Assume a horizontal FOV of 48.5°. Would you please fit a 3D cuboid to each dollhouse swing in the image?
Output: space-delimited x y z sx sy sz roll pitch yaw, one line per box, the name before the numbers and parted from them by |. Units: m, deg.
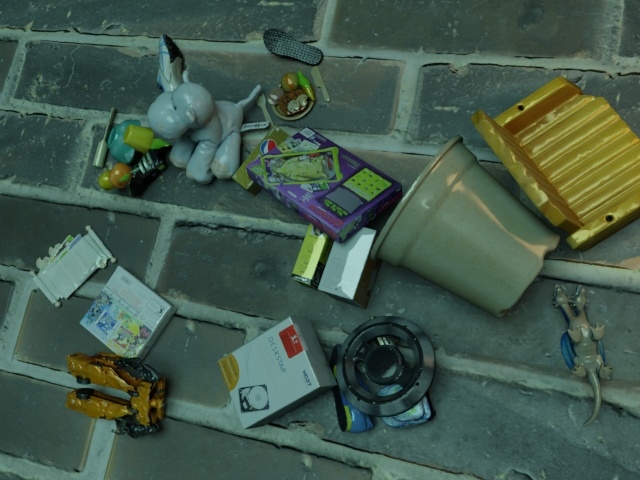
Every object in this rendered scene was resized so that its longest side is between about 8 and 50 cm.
dollhouse swing | 0.534 -0.196 1.506 0.315 0.305 0.347 -34 67 7

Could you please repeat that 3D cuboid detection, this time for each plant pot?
plant pot | 0.328 -0.006 1.539 0.305 0.334 0.334 37 89 11

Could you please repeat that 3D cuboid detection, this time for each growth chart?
growth chart | -0.696 0.067 1.979 0.237 0.021 0.172 -40 67 4

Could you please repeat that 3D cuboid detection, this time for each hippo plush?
hippo plush | -0.305 -0.288 1.825 0.294 0.236 0.234 -19 73 16

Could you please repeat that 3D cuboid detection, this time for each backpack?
backpack | 0.185 0.364 1.586 0.114 0.084 0.105 -21 67 16

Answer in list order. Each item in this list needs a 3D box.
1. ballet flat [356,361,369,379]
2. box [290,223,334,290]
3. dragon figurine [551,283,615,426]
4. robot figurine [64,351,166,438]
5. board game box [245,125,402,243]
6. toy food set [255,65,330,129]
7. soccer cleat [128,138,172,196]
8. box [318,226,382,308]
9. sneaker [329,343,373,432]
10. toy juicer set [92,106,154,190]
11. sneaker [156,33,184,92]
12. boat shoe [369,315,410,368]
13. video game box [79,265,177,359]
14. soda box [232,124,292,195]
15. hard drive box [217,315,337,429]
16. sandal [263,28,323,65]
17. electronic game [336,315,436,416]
ballet flat | 0.096 0.277 1.667 0.041 0.041 0.114 -22 70 11
box | 0.000 0.000 1.742 0.058 0.087 0.232 16 80 19
dragon figurine | 0.558 0.232 1.501 0.085 0.144 0.289 -13 91 12
robot figurine | -0.508 0.376 1.785 0.291 0.085 0.211 9 102 19
board game box | 0.004 -0.144 1.716 0.208 0.056 0.347 -33 50 -25
toy food set | -0.078 -0.385 1.893 0.192 0.038 0.132 -26 70 10
soccer cleat | -0.470 -0.198 1.959 0.072 0.060 0.179 19 79 20
box | 0.079 0.060 1.676 0.091 0.130 0.170 17 82 22
sneaker | 0.074 0.342 1.647 0.082 0.069 0.209 -1 61 -19
toy juicer set | -0.548 -0.239 1.963 0.329 0.089 0.209 34 104 56
sneaker | -0.431 -0.480 2.009 0.086 0.085 0.237 -21 67 19
boat shoe | 0.159 0.241 1.648 0.049 0.056 0.152 -22 69 -5
video game box | -0.506 0.198 1.870 0.205 0.048 0.187 34 86 22
soda box | -0.145 -0.209 1.857 0.061 0.058 0.181 39 90 23
hard drive box | -0.104 0.308 1.663 0.232 0.089 0.181 -34 68 21
sandal | -0.076 -0.519 1.934 0.179 0.040 0.067 26 90 7
electronic game | 0.143 0.276 1.575 0.229 0.048 0.229 -11 60 19
